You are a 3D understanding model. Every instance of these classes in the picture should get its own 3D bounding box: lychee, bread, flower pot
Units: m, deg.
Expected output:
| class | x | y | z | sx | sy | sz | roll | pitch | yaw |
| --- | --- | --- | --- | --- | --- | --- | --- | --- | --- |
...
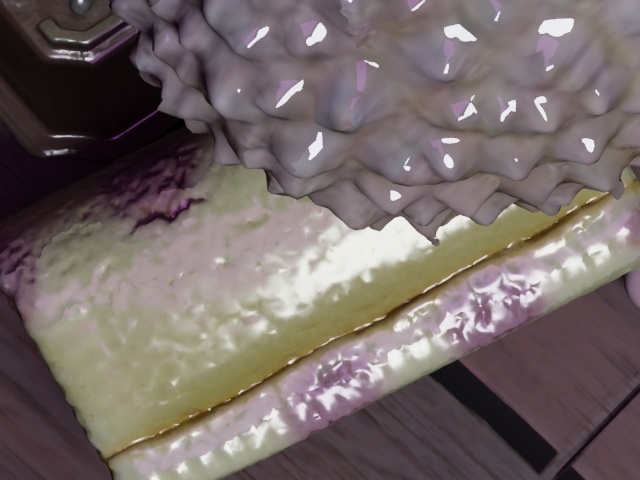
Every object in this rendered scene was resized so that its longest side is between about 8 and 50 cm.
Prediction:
| class | x | y | z | sx | sy | sz | roll | pitch | yaw |
| --- | --- | --- | --- | --- | --- | --- | --- | --- | --- |
| lychee | 0.081 | -0.209 | 0.839 | 0.380 | 0.380 | 0.432 | 33 | 90 | -3 |
| bread | 0.000 | 0.000 | 1.075 | 0.338 | 0.155 | 0.187 | -28 | 103 | 1 |
| flower pot | -0.093 | -0.168 | 1.069 | 0.251 | 0.084 | 0.179 | -33 | 128 | 7 |

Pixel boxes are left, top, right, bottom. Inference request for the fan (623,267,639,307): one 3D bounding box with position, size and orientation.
| class | x | y | z | sx | sy | sz | roll | pitch | yaw |
| --- | --- | --- | --- | --- | --- | --- | --- | --- | --- |
| fan | 0.295 | 0.015 | 1.097 | 0.244 | 0.130 | 0.074 | -4 | 92 | 15 |
